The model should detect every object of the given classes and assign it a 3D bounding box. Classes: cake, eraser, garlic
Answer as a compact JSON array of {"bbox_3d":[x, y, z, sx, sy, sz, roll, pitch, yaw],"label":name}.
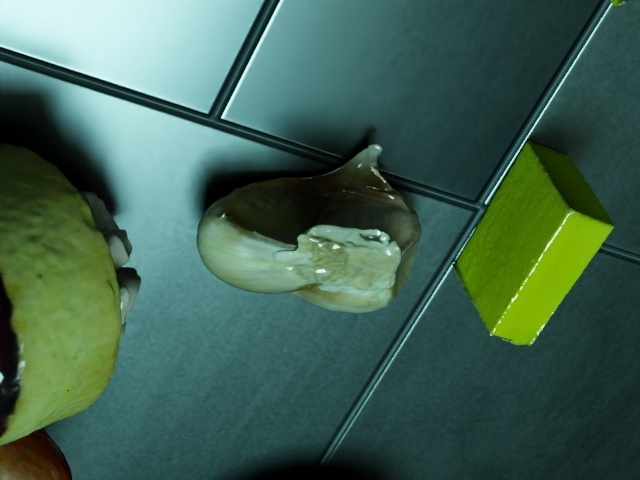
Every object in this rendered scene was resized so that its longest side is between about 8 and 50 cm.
[{"bbox_3d":[-0.196,0.022,0.886,0.178,0.185,0.207,-32,136,-39],"label":"cake"},{"bbox_3d":[0.157,0.003,1.012,0.045,0.097,0.122,15,121,-25],"label":"eraser"},{"bbox_3d":[-0.004,-0.001,0.974,0.174,0.099,0.124,10,141,-17],"label":"garlic"}]

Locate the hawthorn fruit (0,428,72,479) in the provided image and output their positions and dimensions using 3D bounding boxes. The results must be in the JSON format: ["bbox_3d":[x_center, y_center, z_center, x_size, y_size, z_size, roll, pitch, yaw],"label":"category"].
[{"bbox_3d":[-0.271,0.191,0.988,0.173,0.173,0.173,-8,127,-10],"label":"hawthorn fruit"}]

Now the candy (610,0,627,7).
[{"bbox_3d":[0.191,-0.306,0.811,0.187,0.081,0.297,19,107,-27],"label":"candy"}]
